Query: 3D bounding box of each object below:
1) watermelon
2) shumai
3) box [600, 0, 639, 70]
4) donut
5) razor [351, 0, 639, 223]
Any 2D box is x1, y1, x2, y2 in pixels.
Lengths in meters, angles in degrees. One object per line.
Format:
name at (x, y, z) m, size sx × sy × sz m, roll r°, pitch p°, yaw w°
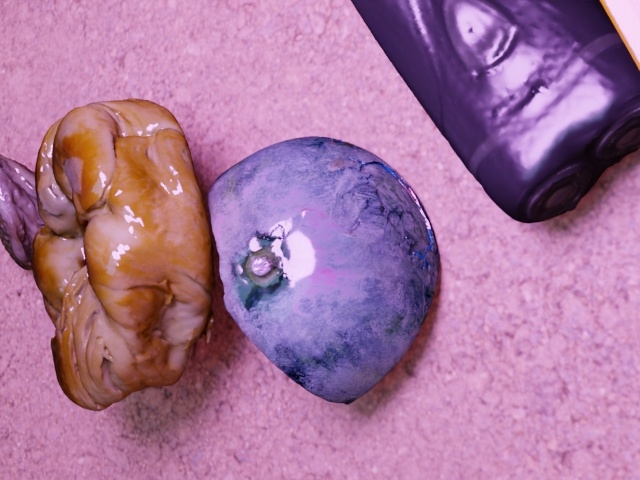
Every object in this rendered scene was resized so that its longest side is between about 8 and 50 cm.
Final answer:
watermelon at (-0.004, 0.001, 1.075) m, size 0.188 × 0.175 × 0.321 m, roll -41°, pitch 70°, yaw 26°
shumai at (-0.404, -0.061, 1.363) m, size 0.201 × 0.120 × 0.201 m, roll 50°, pitch 158°, yaw 29°
box at (0.369, -0.230, 0.775) m, size 0.260 × 0.284 × 0.213 m, roll -29°, pitch 76°, yaw 29°
donut at (-0.243, 0.015, 1.165) m, size 0.360 × 0.170 × 0.360 m, roll 21°, pitch 114°, yaw 61°
razor at (0.180, -0.198, 0.995) m, size 0.204 × 0.113 × 0.349 m, roll -42°, pitch 67°, yaw 24°
